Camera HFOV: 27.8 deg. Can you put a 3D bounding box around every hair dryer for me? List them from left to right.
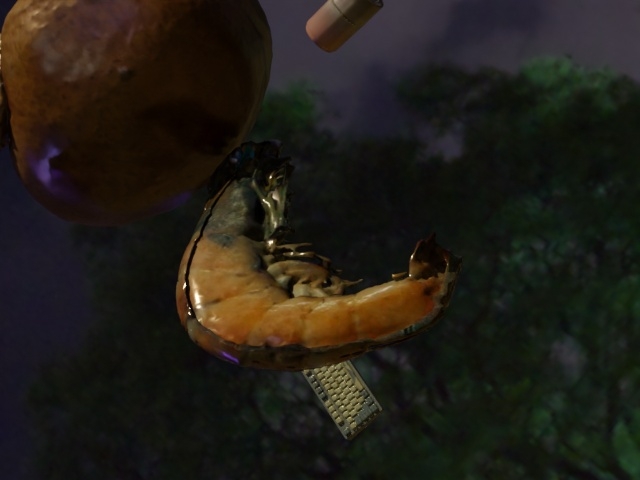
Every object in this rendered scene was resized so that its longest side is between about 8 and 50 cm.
[{"bbox_3d":[0.001,-0.225,1.120,0.063,0.114,0.037,-40,-21,26],"label":"hair dryer"}]

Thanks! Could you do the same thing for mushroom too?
[{"bbox_3d":[-0.185,-0.136,1.153,0.283,0.195,0.263,-8,-55,5],"label":"mushroom"}]

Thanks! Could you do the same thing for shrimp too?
[{"bbox_3d":[0.000,0.000,1.031,0.222,0.290,0.054,-2,-53,0],"label":"shrimp"}]

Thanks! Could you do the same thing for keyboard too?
[{"bbox_3d":[0.003,0.134,1.421,0.055,0.176,0.014,-42,-27,14],"label":"keyboard"}]
